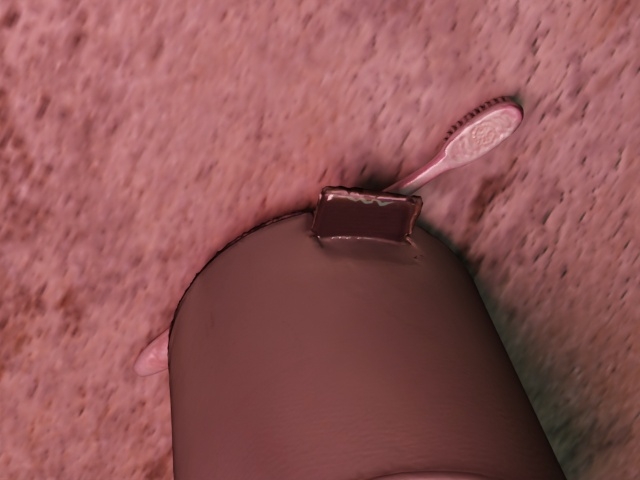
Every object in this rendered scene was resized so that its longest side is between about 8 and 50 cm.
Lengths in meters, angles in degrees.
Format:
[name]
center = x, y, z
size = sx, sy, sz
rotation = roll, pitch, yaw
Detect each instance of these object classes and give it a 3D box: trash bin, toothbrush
[trash bin]
center = 0.022, 0.136, 0.677
size = 0.217, 0.262, 0.277
rotation = 3, 118, -11
[toothbrush]
center = 0.000, 0.000, 0.766
size = 0.307, 0.029, 0.025
rotation = -35, 111, 10
